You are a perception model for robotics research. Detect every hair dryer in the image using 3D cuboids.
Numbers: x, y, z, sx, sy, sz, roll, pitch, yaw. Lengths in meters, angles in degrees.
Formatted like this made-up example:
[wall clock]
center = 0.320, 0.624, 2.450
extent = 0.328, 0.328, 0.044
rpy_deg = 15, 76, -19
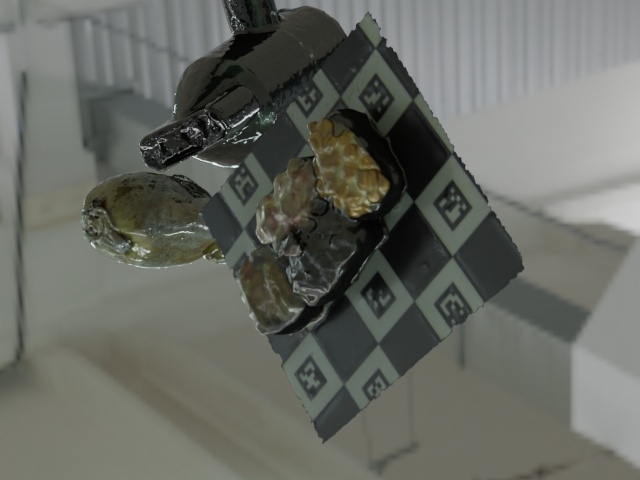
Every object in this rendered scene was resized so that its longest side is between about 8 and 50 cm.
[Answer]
[hair dryer]
center = -0.097, -0.224, 1.656
extent = 0.116, 0.302, 0.244
rpy_deg = -9, -162, 32

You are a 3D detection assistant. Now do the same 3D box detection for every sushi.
[sushi]
center = 0.000, 0.000, 1.092
extent = 0.050, 0.215, 0.192
rpy_deg = -8, -119, -44

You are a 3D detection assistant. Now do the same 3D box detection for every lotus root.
[lotus root]
center = -0.137, -0.017, 1.532
extent = 0.165, 0.088, 0.088
rpy_deg = 8, -167, -38
